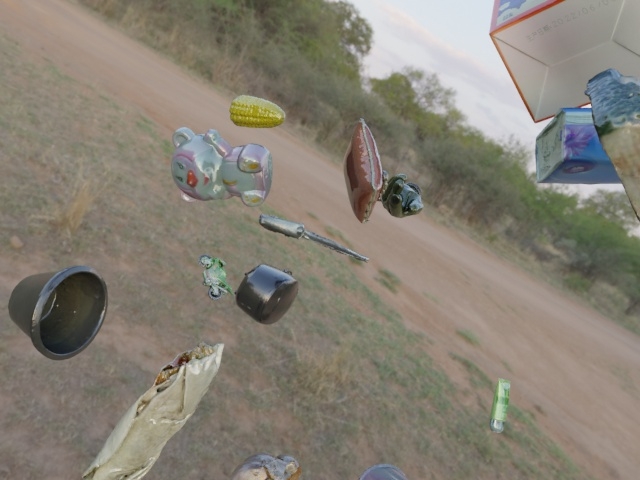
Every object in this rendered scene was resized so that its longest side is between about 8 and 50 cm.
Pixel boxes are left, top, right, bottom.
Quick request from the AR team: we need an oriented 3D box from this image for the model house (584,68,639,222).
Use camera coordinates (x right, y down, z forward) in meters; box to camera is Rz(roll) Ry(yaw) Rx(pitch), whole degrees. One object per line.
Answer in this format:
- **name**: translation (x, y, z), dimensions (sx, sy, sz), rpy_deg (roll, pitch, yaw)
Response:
- **model house**: translation (0.639, -0.207, 0.893), dimensions (0.243, 0.284, 0.298), rpy_deg (58, 36, -17)

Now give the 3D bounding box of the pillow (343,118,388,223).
- **pillow**: translation (0.097, -0.148, 1.155), dimensions (0.075, 0.171, 0.179), rpy_deg (-6, 68, -10)

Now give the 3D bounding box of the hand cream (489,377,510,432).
- **hand cream**: translation (0.608, 0.557, 1.779), dimensions (0.046, 0.174, 0.095), rpy_deg (6, -13, 46)

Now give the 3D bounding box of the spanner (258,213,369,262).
- **spanner**: translation (0.000, 0.000, 0.899), dimensions (0.093, 0.026, 0.325), rpy_deg (17, -2, 36)

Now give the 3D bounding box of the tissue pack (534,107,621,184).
- **tissue pack**: translation (0.662, -0.213, 1.227), dimensions (0.264, 0.146, 0.198), rpy_deg (3, -10, 5)

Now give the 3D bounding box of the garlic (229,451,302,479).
- **garlic**: translation (-0.162, 0.680, 1.497), dimensions (0.160, 0.191, 0.214), rpy_deg (37, 10, 11)

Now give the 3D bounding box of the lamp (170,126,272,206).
- **lamp**: translation (-0.301, -0.232, 1.626), dimensions (0.301, 0.247, 0.247), rpy_deg (5, 36, 9)

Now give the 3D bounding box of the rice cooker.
- **rice cooker**: translation (-0.129, 0.128, 1.291), dimensions (0.118, 0.142, 0.203), rpy_deg (30, 2, 12)

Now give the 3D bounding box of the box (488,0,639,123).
- **box**: translation (0.677, -0.552, 1.383), dimensions (0.318, 0.349, 0.256), rpy_deg (48, 44, -28)

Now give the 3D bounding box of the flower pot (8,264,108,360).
- **flower pot**: translation (-0.752, 0.186, 1.480), dimensions (0.166, 0.268, 0.269), rpy_deg (13, 7, 17)

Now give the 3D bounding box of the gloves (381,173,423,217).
- **gloves**: translation (0.222, -0.117, 1.441), dimensions (0.135, 0.107, 0.268), rpy_deg (37, 10, 13)

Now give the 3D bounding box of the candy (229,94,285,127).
- **candy**: translation (-0.195, -0.409, 1.705), dimensions (0.199, 0.106, 0.094), rpy_deg (18, -2, 31)

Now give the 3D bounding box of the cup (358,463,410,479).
- **cup**: translation (0.237, 0.779, 1.513), dimensions (0.203, 0.203, 0.288), rpy_deg (31, -18, -11)

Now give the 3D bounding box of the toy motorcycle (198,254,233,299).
- **toy motorcycle**: translation (-0.417, 0.140, 2.097), dimensions (0.074, 0.106, 0.190), rpy_deg (-30, -103, 65)

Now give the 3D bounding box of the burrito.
- **burrito**: translation (-0.300, 0.326, 0.898), dimensions (0.076, 0.392, 0.117), rpy_deg (43, 12, 30)
